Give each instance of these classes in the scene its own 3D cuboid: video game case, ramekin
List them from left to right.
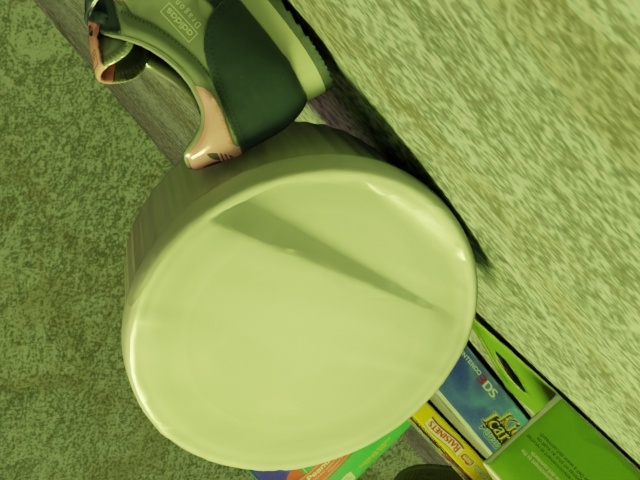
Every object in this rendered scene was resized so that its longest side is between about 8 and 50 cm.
[{"bbox_3d":[-0.026,0.032,1.328,0.273,0.273,0.127,52,-173,-35],"label":"ramekin"},{"bbox_3d":[0.156,0.174,1.922,0.269,0.061,0.244,50,173,-26],"label":"video game case"}]

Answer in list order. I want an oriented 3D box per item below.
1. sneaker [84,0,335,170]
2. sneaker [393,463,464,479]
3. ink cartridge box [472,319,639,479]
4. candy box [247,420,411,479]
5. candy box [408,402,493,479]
[{"bbox_3d":[-0.139,-0.190,1.249,0.319,0.131,0.112,47,175,13],"label":"sneaker"},{"bbox_3d":[0.231,0.354,2.059,0.296,0.123,0.178,20,166,19],"label":"sneaker"},{"bbox_3d":[0.202,0.205,1.578,0.255,0.097,0.189,44,173,34],"label":"ink cartridge box"},{"bbox_3d":[-0.015,0.162,2.113,0.122,0.268,0.317,39,170,42],"label":"candy box"},{"bbox_3d":[0.163,0.249,1.935,0.206,0.027,0.105,46,176,12],"label":"candy box"}]
